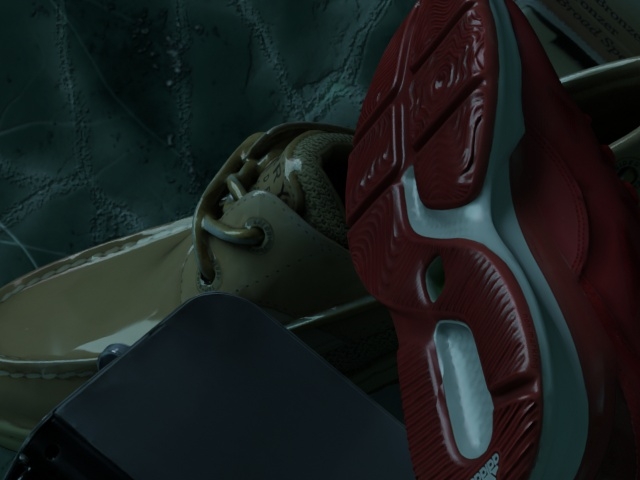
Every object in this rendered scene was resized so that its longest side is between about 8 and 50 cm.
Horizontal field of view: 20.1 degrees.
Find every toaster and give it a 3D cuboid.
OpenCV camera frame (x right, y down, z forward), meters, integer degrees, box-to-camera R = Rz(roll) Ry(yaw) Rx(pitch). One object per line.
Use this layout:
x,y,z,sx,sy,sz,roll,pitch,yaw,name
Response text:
-0.033,0.130,0.654,0.110,0.185,0.168,-48,-6,-41,toaster

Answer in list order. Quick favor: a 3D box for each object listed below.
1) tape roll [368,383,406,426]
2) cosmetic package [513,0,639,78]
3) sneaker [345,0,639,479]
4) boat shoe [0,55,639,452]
-0.023,0.099,0.904,0.286,0.100,0.286,-36,10,7,tape roll
0.161,-0.097,0.891,0.129,0.153,0.296,-44,7,40,cosmetic package
0.085,0.011,0.587,0.087,0.128,0.221,-47,33,41,sneaker
0.000,0.000,0.734,0.341,0.110,0.121,-14,38,12,boat shoe
